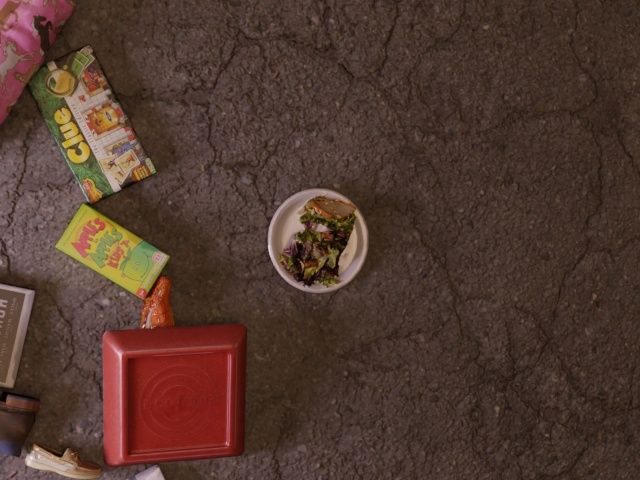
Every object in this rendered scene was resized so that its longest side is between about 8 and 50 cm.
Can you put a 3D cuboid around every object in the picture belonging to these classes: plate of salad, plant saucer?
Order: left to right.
[{"bbox_3d":[-0.255,0.283,1.923,0.258,0.048,0.259,-2,103,-16],"label":"plant saucer"},{"bbox_3d":[0.000,0.000,2.035,0.200,0.048,0.199,0,89,-17],"label":"plate of salad"}]

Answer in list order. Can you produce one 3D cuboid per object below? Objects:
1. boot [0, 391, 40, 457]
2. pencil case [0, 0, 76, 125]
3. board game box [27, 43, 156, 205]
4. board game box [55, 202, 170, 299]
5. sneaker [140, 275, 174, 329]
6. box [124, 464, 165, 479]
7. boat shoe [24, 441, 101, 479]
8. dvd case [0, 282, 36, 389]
[{"bbox_3d":[-0.598,0.304,1.838,0.219,0.082,0.106,12,83,-17],"label":"boot"},{"bbox_3d":[-0.577,-0.303,1.821,0.386,0.160,0.167,-58,138,-10],"label":"pencil case"},{"bbox_3d":[-0.414,-0.207,1.931,0.136,0.030,0.259,-29,96,-13],"label":"board game box"},{"bbox_3d":[-0.372,0.020,1.929,0.181,0.043,0.092,33,81,-13],"label":"board game box"},{"bbox_3d":[-0.290,0.149,1.947,0.067,0.064,0.175,9,95,-23],"label":"sneaker"},{"bbox_3d":[-0.345,0.510,1.928,0.186,0.038,0.145,-26,96,-16],"label":"box"},{"bbox_3d":[-0.448,0.387,1.895,0.135,0.050,0.045,15,90,-15],"label":"boat shoe"},{"bbox_3d":[-0.630,0.148,1.859,0.239,0.029,0.179,13,86,-15],"label":"dvd case"}]
